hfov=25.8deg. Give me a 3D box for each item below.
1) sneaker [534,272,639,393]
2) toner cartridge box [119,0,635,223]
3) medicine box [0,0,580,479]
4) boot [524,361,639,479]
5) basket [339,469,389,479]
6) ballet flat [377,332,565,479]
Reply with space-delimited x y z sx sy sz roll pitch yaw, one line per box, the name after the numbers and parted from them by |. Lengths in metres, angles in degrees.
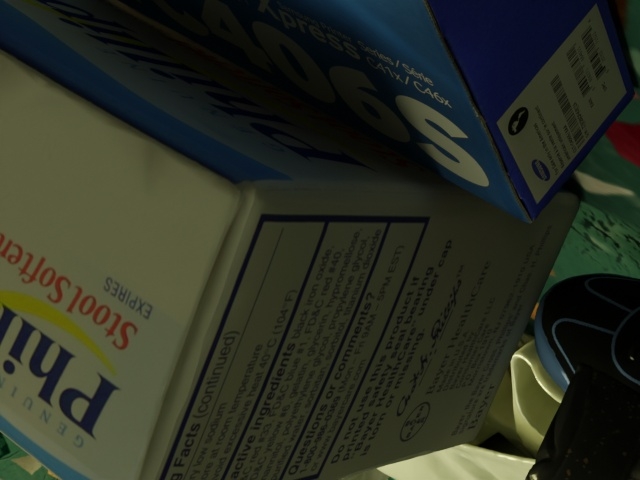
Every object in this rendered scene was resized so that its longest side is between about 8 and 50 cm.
0.197 0.064 0.639 0.232 0.081 0.090 25 160 29 | sneaker
-0.043 -0.145 0.589 0.348 0.075 0.165 32 166 36 | toner cartridge box
-0.066 -0.013 0.666 0.263 0.149 0.289 30 -164 29 | medicine box
0.196 0.176 0.640 0.223 0.118 0.338 24 169 15 | boot
0.033 0.130 1.205 0.103 0.167 0.113 38 170 35 | basket
0.143 0.115 0.943 0.139 0.139 0.400 45 163 -27 | ballet flat
